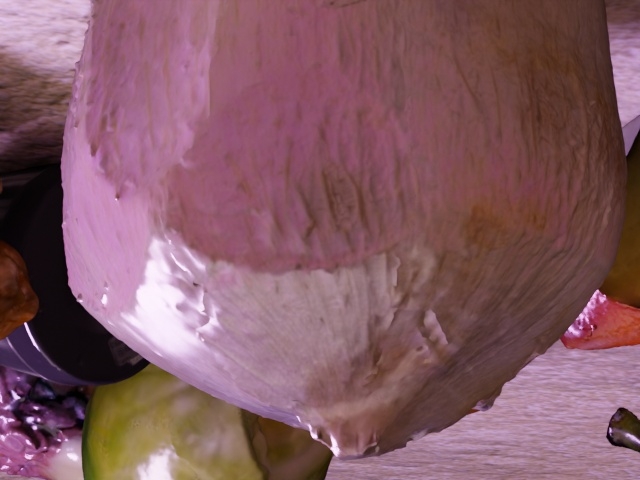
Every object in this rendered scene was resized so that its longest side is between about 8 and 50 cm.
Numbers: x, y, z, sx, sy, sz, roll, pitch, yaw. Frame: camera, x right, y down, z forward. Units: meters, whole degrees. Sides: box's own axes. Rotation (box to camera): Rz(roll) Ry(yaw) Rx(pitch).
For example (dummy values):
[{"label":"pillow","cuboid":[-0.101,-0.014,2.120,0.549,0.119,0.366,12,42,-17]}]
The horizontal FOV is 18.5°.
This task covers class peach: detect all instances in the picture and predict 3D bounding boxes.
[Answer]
[{"label":"peach","cuboid":[0.280,-0.022,1.429,0.154,0.267,0.159,25,180,15]}]

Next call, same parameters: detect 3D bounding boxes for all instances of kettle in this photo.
[{"label":"kettle","cuboid":[-0.277,0.015,1.870,0.271,0.251,0.207,1,125,42]}]

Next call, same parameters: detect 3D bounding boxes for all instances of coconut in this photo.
[{"label":"coconut","cuboid":[0.014,-0.035,1.309,0.404,0.405,0.404,4,162,1]}]

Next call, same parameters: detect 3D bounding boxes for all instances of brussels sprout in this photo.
[{"label":"brussels sprout","cuboid":[-0.095,0.188,2.046,0.268,0.344,0.344,46,160,5]}]

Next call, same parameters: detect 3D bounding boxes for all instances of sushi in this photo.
[{"label":"sushi","cuboid":[-0.266,0.176,2.239,0.270,0.237,0.171,15,151,-17]}]

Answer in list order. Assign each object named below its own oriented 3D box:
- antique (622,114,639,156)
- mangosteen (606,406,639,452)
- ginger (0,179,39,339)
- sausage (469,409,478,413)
[{"label":"antique","cuboid":[0.326,-0.027,1.595,0.146,0.152,0.148,10,159,-18]},{"label":"mangosteen","cuboid":[0.486,0.275,2.359,0.289,0.231,0.231,6,162,12]},{"label":"ginger","cuboid":[-0.435,-0.038,1.707,0.418,0.254,0.176,3,-152,36]},{"label":"sausage","cuboid":[0.041,0.138,2.239,0.328,0.112,0.112,6,162,-5]}]
